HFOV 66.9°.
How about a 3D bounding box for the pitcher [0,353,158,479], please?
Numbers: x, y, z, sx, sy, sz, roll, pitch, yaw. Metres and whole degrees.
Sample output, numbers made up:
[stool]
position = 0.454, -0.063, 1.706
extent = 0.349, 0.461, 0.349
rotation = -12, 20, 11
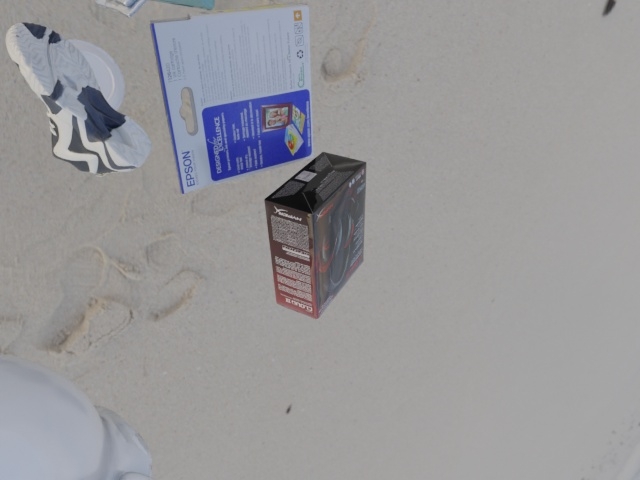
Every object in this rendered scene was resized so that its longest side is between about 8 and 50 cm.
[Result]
[pitcher]
position = -0.182, 0.158, 0.326
extent = 0.207, 0.177, 0.126
rotation = 71, 37, -62

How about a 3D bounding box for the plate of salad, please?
[plate of salad]
position = -0.598, -0.400, 1.221
extent = 0.199, 0.048, 0.200
rotation = 1, 88, -41

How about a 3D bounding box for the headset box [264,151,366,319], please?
[headset box]
position = 0.000, 0.000, 1.004
extent = 0.218, 0.110, 0.294
rotation = -46, 145, -43

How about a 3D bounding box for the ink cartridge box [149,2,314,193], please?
[ink cartridge box]
position = -0.155, -0.273, 0.921
extent = 0.307, 0.072, 0.304
rotation = -19, 126, -28

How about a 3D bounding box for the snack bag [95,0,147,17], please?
[snack bag]
position = -0.321, -0.566, 0.929
extent = 0.323, 0.342, 0.037
rotation = -49, 140, -7

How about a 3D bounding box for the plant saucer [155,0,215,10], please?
[plant saucer]
position = -0.176, -0.238, 0.394
extent = 0.191, 0.018, 0.067
rotation = 12, 111, 7

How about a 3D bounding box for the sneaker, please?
[sneaker]
position = -0.380, -0.187, 0.720
extent = 0.235, 0.153, 0.094
rotation = 47, 44, -32
